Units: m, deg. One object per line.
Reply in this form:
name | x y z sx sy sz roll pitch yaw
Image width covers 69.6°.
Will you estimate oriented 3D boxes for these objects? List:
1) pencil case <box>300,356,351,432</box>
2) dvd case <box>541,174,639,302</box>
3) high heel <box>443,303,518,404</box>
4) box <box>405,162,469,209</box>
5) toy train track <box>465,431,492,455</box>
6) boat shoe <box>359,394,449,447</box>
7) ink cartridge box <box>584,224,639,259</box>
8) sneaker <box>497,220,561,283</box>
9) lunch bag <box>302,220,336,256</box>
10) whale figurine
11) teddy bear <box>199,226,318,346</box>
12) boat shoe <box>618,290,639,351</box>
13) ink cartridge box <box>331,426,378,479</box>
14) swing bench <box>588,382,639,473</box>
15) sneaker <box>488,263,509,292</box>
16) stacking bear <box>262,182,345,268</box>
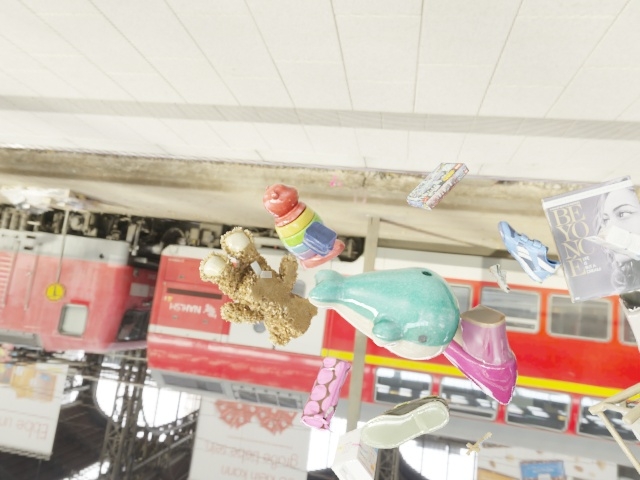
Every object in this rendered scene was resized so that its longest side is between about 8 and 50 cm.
pencil case | 0.022 0.428 1.301 0.095 0.209 0.098 27 141 -5
dvd case | 0.559 -0.001 0.919 0.164 0.221 0.018 -16 173 17
high heel | 0.253 0.200 0.991 0.127 0.181 0.377 -17 -164 -18
box | 0.280 -0.134 1.112 0.027 0.137 0.094 49 171 -22
toy train track | 0.398 0.512 1.153 0.083 0.014 0.048 -35 -172 -13
boat shoe | 0.205 0.440 1.121 0.227 0.081 0.068 -24 178 18
ink cartridge box | 0.460 0.000 0.708 0.083 0.028 0.048 25 -179 12
sneaker | 0.400 0.013 0.888 0.059 0.144 0.053 -41 178 31
lunch bag | 0.000 0.000 1.352 0.098 0.067 0.065 33 142 16
whale figurine | 0.119 0.101 0.832 0.272 0.141 0.216 20 -156 2
teddy bear | -0.163 0.124 1.217 0.338 0.245 0.113 31 153 -26
boat shoe | 0.881 0.261 1.134 0.158 0.340 0.127 -23 -163 26
ink cartridge box | 0.102 0.640 1.340 0.090 0.092 0.143 -31 -168 21
swing bench | 0.770 0.403 0.948 0.254 0.253 0.165 -31 166 -1
sneaker | 0.509 0.104 1.287 0.037 0.083 0.032 -31 169 2
stacking bear | -0.075 -0.063 1.499 0.289 0.164 0.175 54 -177 -24
